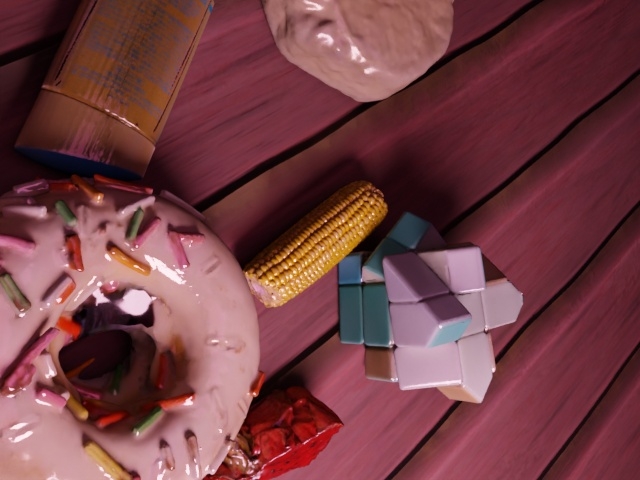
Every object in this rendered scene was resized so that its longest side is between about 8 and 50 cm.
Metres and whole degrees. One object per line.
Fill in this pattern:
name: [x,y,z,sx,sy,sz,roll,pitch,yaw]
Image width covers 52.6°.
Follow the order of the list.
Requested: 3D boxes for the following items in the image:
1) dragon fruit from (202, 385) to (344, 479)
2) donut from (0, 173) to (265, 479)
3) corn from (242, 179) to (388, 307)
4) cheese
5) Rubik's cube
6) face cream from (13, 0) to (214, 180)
dragon fruit: [-0.080,0.259,0.841,0.192,0.122,0.092,-17,58,-31]
donut: [-0.218,0.110,0.673,0.382,0.142,0.383,7,79,-41]
corn: [0.000,0.000,0.889,0.248,0.081,0.081,-40,109,-31]
cheese: [0.066,-0.370,0.942,0.326,0.115,0.318,-30,104,-34]
Rubik's cube: [0.161,0.089,0.915,0.224,0.213,0.265,1,84,-34]
face cream: [-0.230,-0.199,0.750,0.139,0.067,0.285,27,72,-29]
